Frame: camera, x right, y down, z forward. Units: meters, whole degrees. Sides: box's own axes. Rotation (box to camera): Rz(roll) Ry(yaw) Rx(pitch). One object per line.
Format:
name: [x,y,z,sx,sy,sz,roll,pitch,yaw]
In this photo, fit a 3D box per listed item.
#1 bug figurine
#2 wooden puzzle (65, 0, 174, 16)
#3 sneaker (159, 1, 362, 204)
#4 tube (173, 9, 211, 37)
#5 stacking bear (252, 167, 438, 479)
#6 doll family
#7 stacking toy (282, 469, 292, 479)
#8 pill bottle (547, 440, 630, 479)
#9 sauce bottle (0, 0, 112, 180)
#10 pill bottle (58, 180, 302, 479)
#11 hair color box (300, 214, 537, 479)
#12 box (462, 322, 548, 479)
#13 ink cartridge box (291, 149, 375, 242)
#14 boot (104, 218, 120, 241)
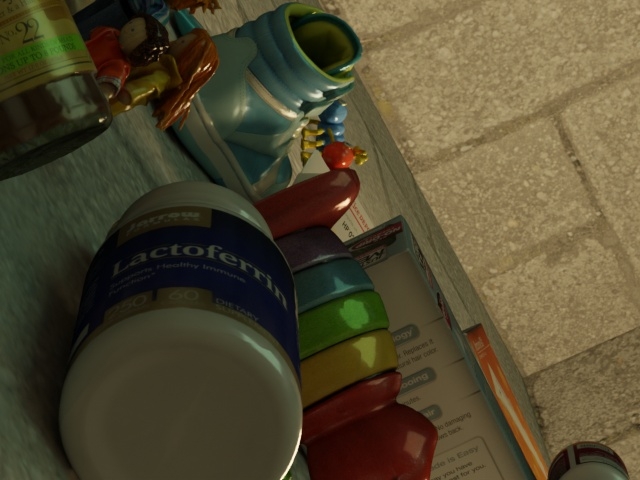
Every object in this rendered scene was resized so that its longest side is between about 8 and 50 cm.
bug figurine: [0.010,-0.055,2.100,0.279,0.072,0.216,-94,-172,-70]
wooden puzzle: [-0.217,-0.368,1.644,0.322,0.081,0.347,-43,116,-74]
sneaker: [-0.035,-0.142,1.903,0.127,0.208,0.319,68,8,20]
tube: [-0.120,-0.193,2.090,0.207,0.052,0.080,60,1,3]
stacking bear: [0.005,0.111,1.555,0.289,0.164,0.175,63,-27,12]
doll family: [-0.158,-0.158,1.374,0.118,0.163,0.263,57,12,-41]
stacking toy: [-0.010,0.269,1.442,0.167,0.052,0.221,65,8,1]
pill bottle: [0.274,0.259,1.792,0.086,0.086,0.152,64,8,-4]
sauce bottle: [-0.253,-0.210,1.156,0.344,0.111,0.111,63,9,0]
pill bottle: [-0.091,0.065,1.203,0.153,0.153,0.264,61,9,-22]
hair color box: [0.083,0.185,1.766,0.374,0.185,0.113,62,8,-17]
box: [0.179,0.290,2.093,0.345,0.168,0.215,65,9,4]
ink cartridge box: [0.000,0.000,1.887,0.104,0.062,0.181,58,48,-38]
boot: [-0.134,0.024,1.388,0.158,0.059,0.084,68,1,-46]
